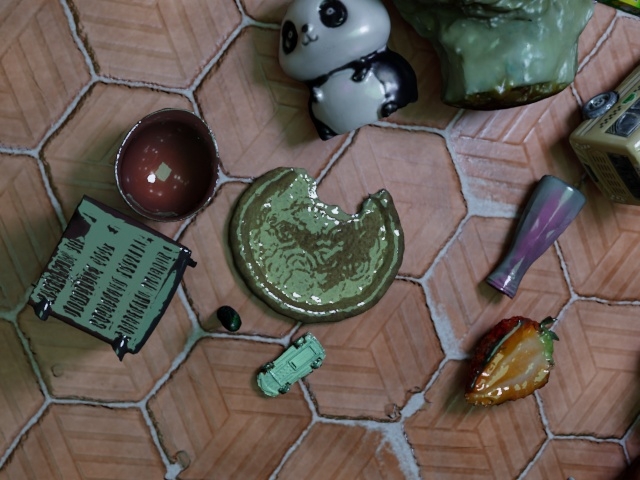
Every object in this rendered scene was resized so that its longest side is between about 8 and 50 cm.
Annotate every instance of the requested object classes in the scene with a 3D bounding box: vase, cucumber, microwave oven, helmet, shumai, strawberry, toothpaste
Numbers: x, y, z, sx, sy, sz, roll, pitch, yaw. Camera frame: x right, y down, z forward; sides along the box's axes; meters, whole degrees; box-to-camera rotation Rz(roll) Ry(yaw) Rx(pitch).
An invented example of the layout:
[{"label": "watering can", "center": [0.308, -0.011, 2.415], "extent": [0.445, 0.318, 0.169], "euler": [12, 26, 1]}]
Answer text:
[{"label": "vase", "center": [0.363, -0.003, 1.504], "extent": [0.086, 0.086, 0.214], "euler": [33, 91, -13]}, {"label": "cucumber", "center": [-0.141, 0.123, 1.370], "extent": [0.032, 0.133, 0.032], "euler": [0, 92, -12]}, {"label": "microwave oven", "center": [-0.302, 0.052, 1.275], "extent": [0.188, 0.247, 0.178], "euler": [31, 84, -14]}, {"label": "helmet", "center": [-0.239, -0.113, 1.345], "extent": [0.155, 0.106, 0.175], "euler": [13, 86, -17]}, {"label": "shumai", "center": [0.276, -0.372, 1.357], "extent": [0.397, 0.324, 0.323], "euler": [-30, 117, -28]}, {"label": "strawberry", "center": [0.325, 0.202, 1.505], "extent": [0.140, 0.085, 0.192], "euler": [23, 94, -21]}, {"label": "toothpaste", "center": [0.548, -0.425, 1.531], "extent": [0.179, 0.037, 0.043], "euler": [15, 88, -15]}]

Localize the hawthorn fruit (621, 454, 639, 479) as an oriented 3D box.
[{"label": "hawthorn fruit", "center": [0.662, 0.473, 1.511], "extent": [0.308, 0.325, 0.308], "euler": [6, 101, 30]}]

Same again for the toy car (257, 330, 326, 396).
[{"label": "toy car", "center": [-0.049, 0.207, 1.448], "extent": [0.122, 0.035, 0.059], "euler": [-38, 101, 1]}]

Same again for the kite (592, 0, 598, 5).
[{"label": "kite", "center": [0.416, -0.413, 1.520], "extent": [0.157, 0.011, 0.139], "euler": [-12, 94, -13]}]

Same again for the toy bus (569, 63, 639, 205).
[{"label": "toy bus", "center": [0.612, -0.227, 1.465], "extent": [0.365, 0.202, 0.177], "euler": [-45, 113, -8]}]

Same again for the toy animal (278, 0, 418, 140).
[{"label": "toy animal", "center": [0.035, -0.286, 1.360], "extent": [0.187, 0.165, 0.235], "euler": [-18, 106, 31]}]

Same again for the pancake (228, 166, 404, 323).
[{"label": "pancake", "center": [0.000, 0.000, 1.445], "extent": [0.286, 0.033, 0.288], "euler": [-35, 100, -7]}]

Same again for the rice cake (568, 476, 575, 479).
[{"label": "rice cake", "center": [0.439, 0.535, 1.564], "extent": [0.063, 0.069, 0.206], "euler": [-5, 96, -12]}]
